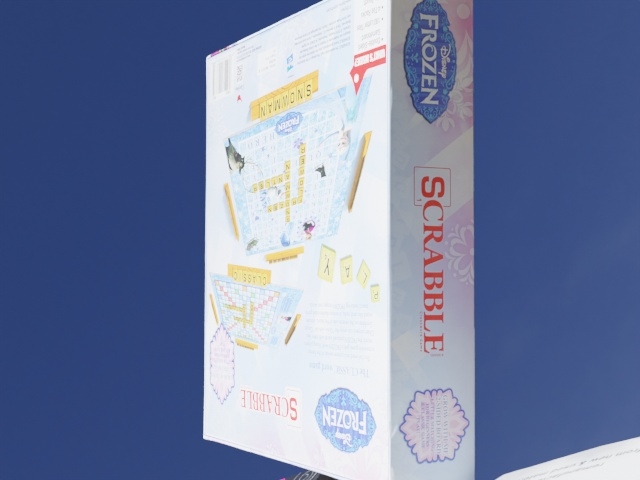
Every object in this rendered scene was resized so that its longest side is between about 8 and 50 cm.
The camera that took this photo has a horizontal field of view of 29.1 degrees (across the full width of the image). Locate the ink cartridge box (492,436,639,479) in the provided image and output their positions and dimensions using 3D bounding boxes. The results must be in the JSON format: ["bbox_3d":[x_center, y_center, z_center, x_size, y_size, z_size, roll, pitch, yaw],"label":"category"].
[{"bbox_3d":[0.098,0.305,0.564,0.385,0.160,0.279,-30,-88,-44],"label":"ink cartridge box"}]

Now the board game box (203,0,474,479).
[{"bbox_3d":[0.000,0.000,0.881,0.066,0.319,0.318,1,-92,-25],"label":"board game box"}]

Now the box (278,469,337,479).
[{"bbox_3d":[-0.068,0.356,1.246,0.142,0.247,0.163,52,-136,-8],"label":"box"}]
